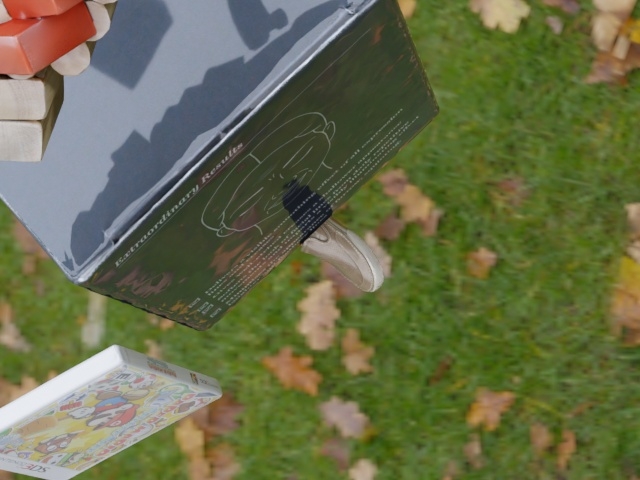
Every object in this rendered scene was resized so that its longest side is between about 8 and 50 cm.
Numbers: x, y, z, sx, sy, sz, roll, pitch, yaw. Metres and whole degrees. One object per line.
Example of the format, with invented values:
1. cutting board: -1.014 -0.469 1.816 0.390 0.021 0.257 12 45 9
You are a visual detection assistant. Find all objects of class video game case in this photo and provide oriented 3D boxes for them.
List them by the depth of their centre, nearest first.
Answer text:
1. video game case: -0.247 0.188 1.780 0.227 0.206 0.026 -30 65 17

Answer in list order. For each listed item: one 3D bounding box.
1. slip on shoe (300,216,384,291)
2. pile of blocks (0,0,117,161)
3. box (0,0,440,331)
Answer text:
1. slip on shoe: 0.000 0.000 1.522 0.135 0.041 0.051 48 148 11
2. pile of blocks: -0.169 -0.105 0.809 0.362 0.149 0.112 -51 16 19
3. box: -0.095 -0.114 1.304 0.293 0.395 0.212 -43 78 0
